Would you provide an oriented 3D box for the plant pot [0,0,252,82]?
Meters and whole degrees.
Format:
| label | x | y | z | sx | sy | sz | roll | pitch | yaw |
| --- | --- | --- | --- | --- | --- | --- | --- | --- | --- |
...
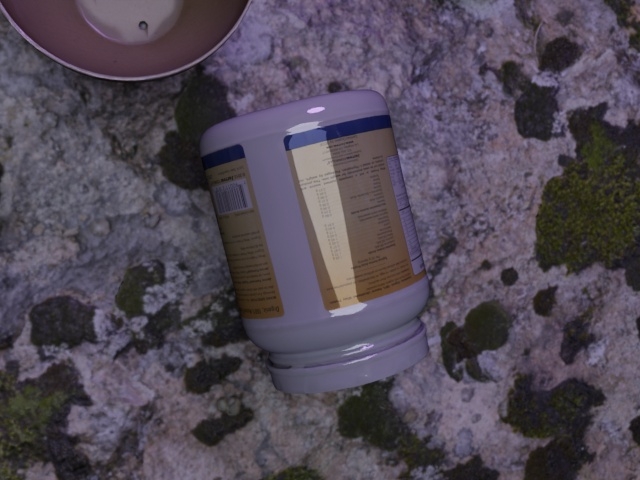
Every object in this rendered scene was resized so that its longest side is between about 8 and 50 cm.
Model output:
| label | x | y | z | sx | sy | sz | roll | pitch | yaw |
| --- | --- | --- | --- | --- | --- | --- | --- | --- | --- |
| plant pot | -0.220 | -0.309 | 0.893 | 0.284 | 0.191 | 0.283 | -1 | 92 | -12 |

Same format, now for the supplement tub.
| label | x | y | z | sx | sy | sz | roll | pitch | yaw |
| --- | --- | --- | --- | --- | --- | --- | --- | --- | --- |
| supplement tub | 0.000 | 0.000 | 0.930 | 0.229 | 0.228 | 0.316 | -14 | 95 | -11 |
